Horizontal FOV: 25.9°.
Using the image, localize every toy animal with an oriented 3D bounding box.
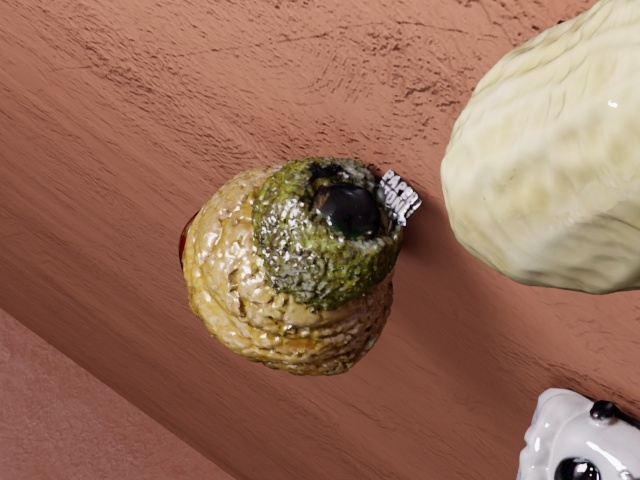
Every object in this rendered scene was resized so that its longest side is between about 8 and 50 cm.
[{"bbox_3d":[0.253,0.242,1.204,0.208,0.156,0.204,27,163,14],"label":"toy animal"}]

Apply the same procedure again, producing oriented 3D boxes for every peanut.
[{"bbox_3d":[0.169,-0.051,0.668,0.152,0.152,0.313,39,158,-9],"label":"peanut"}]

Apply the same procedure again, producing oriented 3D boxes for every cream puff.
[{"bbox_3d":[0.000,0.000,1.100,0.183,0.183,0.169,37,138,-3],"label":"cream puff"}]

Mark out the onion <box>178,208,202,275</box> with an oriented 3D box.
[{"bbox_3d":[-0.073,0.015,1.309,0.117,0.119,0.118,8,180,-35],"label":"onion"}]
